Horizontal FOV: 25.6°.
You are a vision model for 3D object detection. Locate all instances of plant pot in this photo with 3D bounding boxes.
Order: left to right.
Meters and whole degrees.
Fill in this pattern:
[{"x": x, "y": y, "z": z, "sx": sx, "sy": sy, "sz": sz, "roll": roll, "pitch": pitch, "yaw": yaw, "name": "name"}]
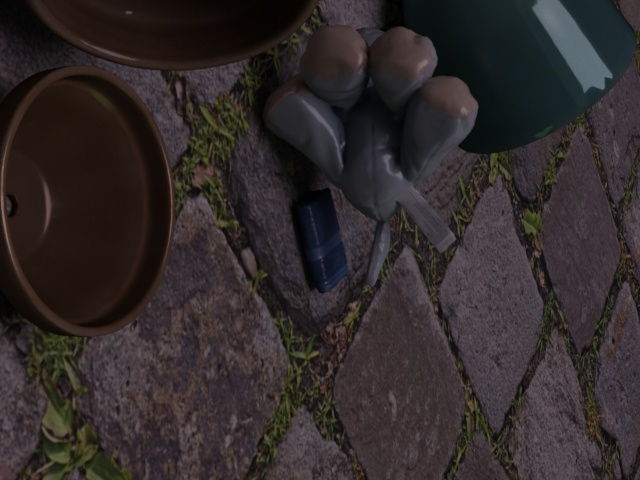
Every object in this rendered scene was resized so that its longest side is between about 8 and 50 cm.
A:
[{"x": -0.241, "y": -0.034, "z": 1.250, "sx": 0.237, "sy": 0.109, "sz": 0.237, "roll": 1, "pitch": 88, "yaw": -59, "name": "plant pot"}, {"x": -0.130, "y": -0.315, "z": 1.241, "sx": 0.263, "sy": 0.263, "sz": 0.229, "roll": 40, "pitch": 39, "yaw": -51, "name": "plant pot"}, {"x": 0.248, "y": -0.301, "z": 1.931, "sx": 0.235, "sy": 0.293, "sz": 0.293, "roll": 52, "pitch": 44, "yaw": -25, "name": "plant pot"}]

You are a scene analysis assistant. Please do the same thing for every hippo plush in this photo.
[{"x": 0.098, "y": -0.156, "z": 1.699, "sx": 0.294, "sy": 0.234, "sz": 0.236, "roll": 55, "pitch": 28, "yaw": -13, "name": "hippo plush"}]

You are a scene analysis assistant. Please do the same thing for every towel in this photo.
[{"x": 0.000, "y": 0.000, "z": 1.729, "sx": 0.067, "sy": 0.029, "sz": 0.119, "roll": -39, "pitch": 122, "yaw": -53, "name": "towel"}]
